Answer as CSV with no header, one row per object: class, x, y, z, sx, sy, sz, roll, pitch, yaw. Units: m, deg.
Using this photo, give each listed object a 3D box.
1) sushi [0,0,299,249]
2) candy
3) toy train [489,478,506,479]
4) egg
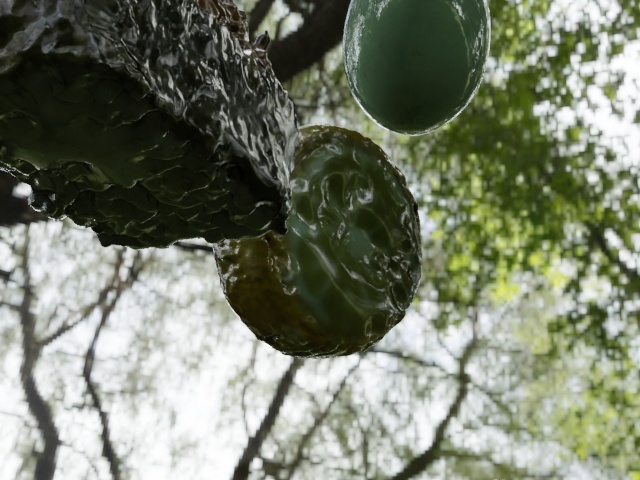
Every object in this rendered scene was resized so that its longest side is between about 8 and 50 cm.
sushi,-0.158,-0.116,0.929,0.196,0.182,0.343,-20,-32,22
candy,0.000,0.000,1.332,0.260,0.260,0.118,35,-29,-34
toy train,0.152,0.337,1.301,0.131,0.204,0.083,-3,-72,12
egg,0.110,-0.235,1.408,0.168,0.231,0.168,6,-2,0
